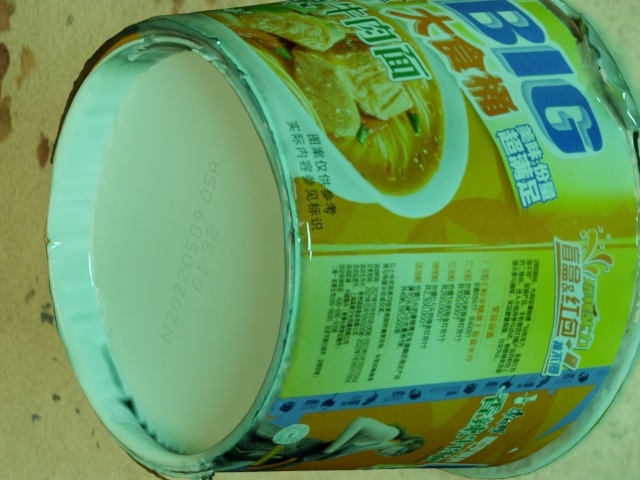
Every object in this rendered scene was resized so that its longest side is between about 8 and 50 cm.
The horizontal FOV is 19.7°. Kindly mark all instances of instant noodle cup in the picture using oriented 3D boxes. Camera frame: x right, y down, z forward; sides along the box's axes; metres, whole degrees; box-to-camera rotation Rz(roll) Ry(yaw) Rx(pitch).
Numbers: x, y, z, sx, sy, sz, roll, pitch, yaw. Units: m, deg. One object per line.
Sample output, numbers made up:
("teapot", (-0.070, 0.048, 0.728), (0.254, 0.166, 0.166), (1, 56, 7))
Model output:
("instant noodle cup", (0.000, 0.000, 0.968), (0.296, 0.214, 0.296), (9, 101, 51))
